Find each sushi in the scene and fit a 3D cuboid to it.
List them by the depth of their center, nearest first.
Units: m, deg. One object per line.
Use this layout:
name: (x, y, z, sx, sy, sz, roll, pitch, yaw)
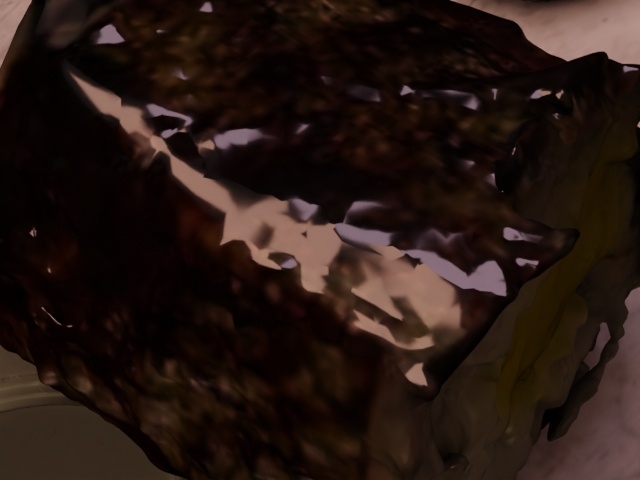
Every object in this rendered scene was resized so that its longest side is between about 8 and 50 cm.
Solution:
sushi: (0.001, 0.002, 0.740, 0.294, 0.299, 0.281, 28, 64, 22)

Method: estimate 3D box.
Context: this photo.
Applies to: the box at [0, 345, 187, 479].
box: (-0.207, 0.148, 0.895, 0.226, 0.226, 0.149, -43, 40, 3)
